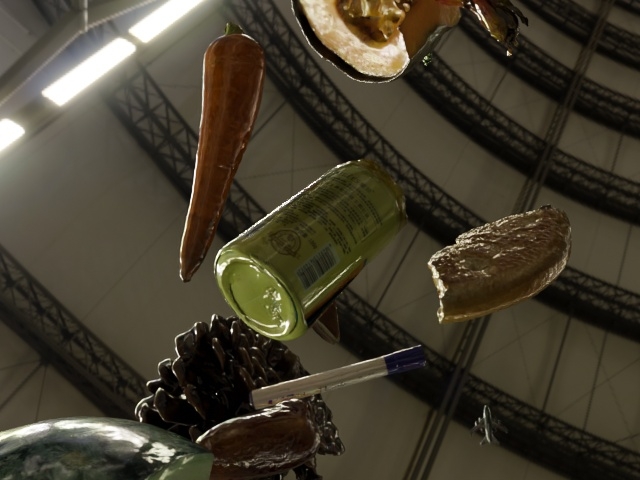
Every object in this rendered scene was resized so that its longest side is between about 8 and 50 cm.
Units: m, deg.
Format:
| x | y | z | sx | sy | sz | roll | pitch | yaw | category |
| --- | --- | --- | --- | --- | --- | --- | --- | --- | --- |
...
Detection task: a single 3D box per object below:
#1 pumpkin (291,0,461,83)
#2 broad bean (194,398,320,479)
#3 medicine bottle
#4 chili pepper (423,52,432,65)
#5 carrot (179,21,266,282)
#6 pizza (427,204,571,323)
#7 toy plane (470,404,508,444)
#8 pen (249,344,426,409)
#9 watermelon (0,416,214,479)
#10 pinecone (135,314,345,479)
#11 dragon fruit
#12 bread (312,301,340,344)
| x | y | z | sx | sy | sz | roll | pitch | yaw | category |
| --- | --- | --- | --- | --- | --- | --- | --- | --- | --- |
| 0.095 | -0.457 | 1.232 | 0.225 | 0.256 | 0.303 | -41 | -65 | -24 | pumpkin |
| -0.085 | 0.258 | 0.837 | 0.165 | 0.114 | 0.084 | -5 | -136 | -23 | broad bean |
| 0.000 | 0.000 | 0.743 | 0.124 | 0.124 | 0.239 | 40 | -131 | 12 | medicine bottle |
| 0.227 | -0.409 | 1.405 | 0.022 | 0.083 | 0.027 | 17 | -121 | 29 | chili pepper |
| -0.093 | -0.085 | 0.620 | 0.061 | 0.061 | 0.256 | 10 | -100 | -12 | carrot |
| 0.213 | 0.024 | 0.780 | 0.134 | 0.056 | 0.271 | 6 | -151 | 35 | pizza |
| 0.356 | 0.393 | 1.403 | 0.079 | 0.031 | 0.083 | -6 | -99 | 8 | toy plane |
| 0.026 | 0.204 | 0.981 | 0.269 | 0.033 | 0.033 | -14 | -122 | 0 | pen |
| -0.201 | 0.229 | 0.367 | 0.318 | 0.148 | 0.226 | -36 | -107 | 4 | watermelon |
| -0.153 | 0.348 | 1.219 | 0.398 | 0.397 | 0.397 | 9 | -127 | -12 | pinecone |
| 0.186 | -0.340 | 0.830 | 0.126 | 0.125 | 0.246 | -29 | -105 | -1 | dragon fruit |
| 0.003 | 0.158 | 1.341 | 0.062 | 0.043 | 0.108 | 5 | -119 | -29 | bread |
